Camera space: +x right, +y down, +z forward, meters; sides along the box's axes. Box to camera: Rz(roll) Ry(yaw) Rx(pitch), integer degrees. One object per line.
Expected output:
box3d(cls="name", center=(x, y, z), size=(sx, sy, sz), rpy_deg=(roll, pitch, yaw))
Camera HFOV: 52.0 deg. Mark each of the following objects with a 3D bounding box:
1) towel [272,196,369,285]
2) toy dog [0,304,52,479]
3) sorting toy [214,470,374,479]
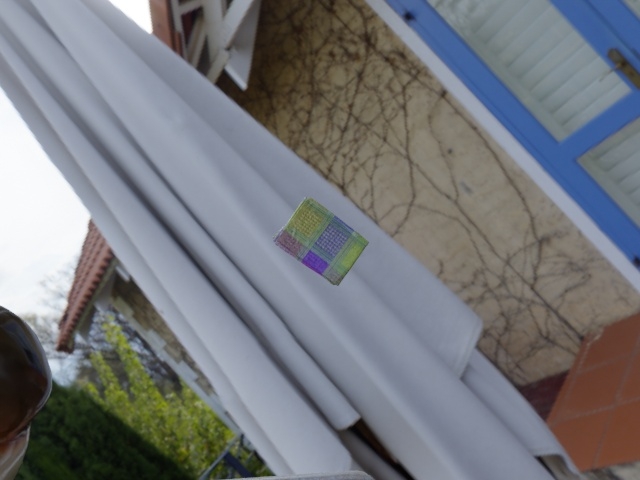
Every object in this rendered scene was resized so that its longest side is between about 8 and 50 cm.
box3d(cls="towel", center=(0.000, 0.000, 0.662), size=(0.060, 0.083, 0.009), rpy_deg=(-54, -9, -4))
box3d(cls="toy dog", center=(-0.385, 0.067, 0.412), size=(0.284, 0.408, 0.395), rpy_deg=(-52, -5, 3))
box3d(cls="sorting toy", center=(-0.029, 0.267, 0.537), size=(0.041, 0.308, 0.229), rpy_deg=(-104, 21, -46))
